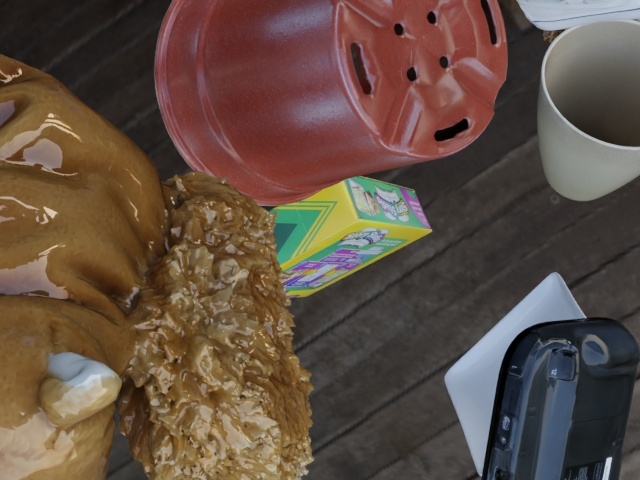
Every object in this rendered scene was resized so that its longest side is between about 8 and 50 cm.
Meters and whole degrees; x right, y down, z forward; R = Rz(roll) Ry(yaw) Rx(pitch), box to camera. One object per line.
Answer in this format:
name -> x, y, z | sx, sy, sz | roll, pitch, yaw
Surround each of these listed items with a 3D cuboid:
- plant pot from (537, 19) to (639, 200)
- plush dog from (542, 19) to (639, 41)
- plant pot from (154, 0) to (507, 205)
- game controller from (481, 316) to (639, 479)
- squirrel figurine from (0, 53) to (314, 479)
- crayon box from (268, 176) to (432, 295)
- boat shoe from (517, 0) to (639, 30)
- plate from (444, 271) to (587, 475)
plant pot -> 0.470, -0.189, 1.634 | 0.257, 0.274, 0.256 | 1, 63, -2
plush dog -> 0.551, -0.472, 1.882 | 0.263, 0.225, 0.210 | -6, 75, -17
plant pot -> 0.018, -0.170, 0.940 | 0.265, 0.272, 0.272 | 2, 71, 55
game controller -> 0.214, 0.227, 0.891 | 0.067, 0.167, 0.319 | 19, 107, 45
squirrel figurine -> -0.166, 0.065, 0.685 | 0.281, 0.397, 0.370 | -69, 27, 20
crayon box -> 0.000, 0.000, 1.809 | 0.313, 0.363, 0.106 | -29, 76, 21
boat shoe -> 0.354, -0.320, 1.174 | 0.258, 0.084, 0.095 | -12, 63, 38
plate -> 0.334, 0.216, 1.559 | 0.277, 0.045, 0.278 | -47, 23, 16
